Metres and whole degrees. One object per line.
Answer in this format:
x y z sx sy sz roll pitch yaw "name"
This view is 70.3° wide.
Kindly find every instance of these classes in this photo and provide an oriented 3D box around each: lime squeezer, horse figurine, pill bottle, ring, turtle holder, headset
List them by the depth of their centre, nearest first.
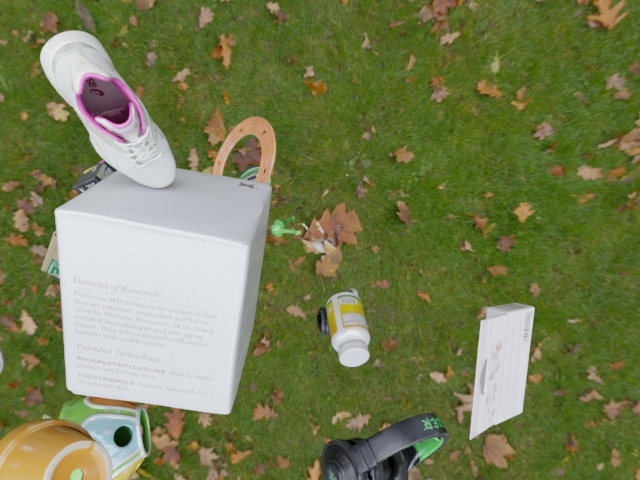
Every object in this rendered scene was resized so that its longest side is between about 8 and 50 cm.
0.103 0.506 0.943 0.394 0.243 0.185 -39 52 15 "headset"
-0.583 0.570 1.214 0.227 0.320 0.243 -10 141 -12 "turtle holder"
0.085 0.267 1.372 0.118 0.208 0.117 -5 131 -5 "pill bottle"
-0.246 -0.232 1.456 0.032 0.336 0.336 18 102 -42 "ring"
0.000 0.000 1.825 0.174 0.263 0.066 52 57 -27 "horse figurine"
-0.151 -0.063 1.880 0.110 0.310 0.058 -26 105 -1 "lime squeezer"

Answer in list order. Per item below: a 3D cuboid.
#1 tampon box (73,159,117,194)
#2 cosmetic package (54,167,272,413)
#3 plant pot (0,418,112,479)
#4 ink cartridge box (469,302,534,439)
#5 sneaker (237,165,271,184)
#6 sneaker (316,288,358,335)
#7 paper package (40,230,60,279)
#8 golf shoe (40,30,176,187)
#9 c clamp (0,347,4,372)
-0.753 -0.185 1.608 0.120 0.101 0.161 -14 137 27 "tampon box"
-0.300 0.084 0.957 0.327 0.329 0.393 10 114 -3 "cosmetic package"
-0.510 0.455 0.882 0.188 0.205 0.205 -17 98 35 "plant pot"
0.439 0.319 1.155 0.261 0.066 0.296 -1 98 -39 "ink cartridge box"
-0.342 -0.176 1.848 0.343 0.146 0.134 -48 119 -10 "sneaker"
0.060 0.252 1.653 0.147 0.295 0.104 4 112 2 "sneaker"
-0.896 -0.006 1.769 0.168 0.309 0.325 38 135 -14 "paper package"
-0.324 -0.177 0.745 0.115 0.306 0.140 -38 54 -10 "golf shoe"
-0.595 0.161 0.748 0.161 0.022 0.137 13 108 6 "c clamp"
